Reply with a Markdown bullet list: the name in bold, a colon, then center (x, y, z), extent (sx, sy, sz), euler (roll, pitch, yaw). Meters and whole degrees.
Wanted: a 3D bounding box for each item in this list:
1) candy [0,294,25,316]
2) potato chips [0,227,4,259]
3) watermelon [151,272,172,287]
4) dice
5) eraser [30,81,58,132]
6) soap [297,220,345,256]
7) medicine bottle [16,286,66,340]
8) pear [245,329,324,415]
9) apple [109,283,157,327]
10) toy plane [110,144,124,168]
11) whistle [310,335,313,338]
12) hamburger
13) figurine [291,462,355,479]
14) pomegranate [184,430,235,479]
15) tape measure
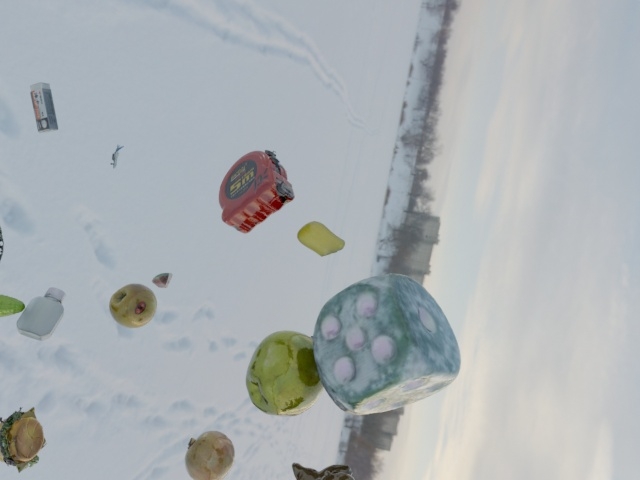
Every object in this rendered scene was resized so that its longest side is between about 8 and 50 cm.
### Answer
- **candy**: center (-1.129, 0.222, 1.561), extent (0.097, 0.210, 0.096), euler (-21, -115, 57)
- **potato chips**: center (-0.958, 0.006, 1.233), extent (0.220, 0.029, 0.201), euler (50, 38, -60)
- **watermelon**: center (-0.733, 0.185, 2.149), extent (0.092, 0.085, 0.072), euler (-15, 101, -47)
- **dice**: center (0.196, 0.323, 1.410), extent (0.328, 0.348, 0.330), euler (23, 38, -46)
- **eraser**: center (-0.721, -0.345, 1.197), extent (0.029, 0.052, 0.121), euler (-22, 107, -62)
- **soap**: center (0.000, 0.000, 1.342), extent (0.089, 0.168, 0.033), euler (-43, 142, -9)
- **medicine bottle**: center (-1.000, 0.262, 1.661), extent (0.069, 0.119, 0.183), euler (128, -20, -52)
- **pear**: center (-0.106, 0.445, 1.549), extent (0.294, 0.295, 0.293), euler (11, 90, -83)
- **apple**: center (-0.726, 0.250, 1.775), extent (0.155, 0.183, 0.182), euler (49, 47, -47)
- **toy plane**: center (-0.683, -0.280, 1.531), extent (0.084, 0.024, 0.078), euler (-68, -164, 3)
- **whistle**: center (0.067, 0.419, 1.778), extent (0.062, 0.304, 0.062), euler (1, 89, -46)
- **hamburger**: center (-0.943, 0.624, 1.428), extent (0.164, 0.093, 0.189), euler (-26, 102, -86)
- **figurine**: center (0.010, 0.793, 1.402), extent (0.173, 0.248, 0.177), euler (-37, 130, -74)
- **pomegranate**: center (-0.417, 0.815, 1.720), extent (0.191, 0.192, 0.191), euler (11, 90, -83)
- **tape measure**: center (-0.207, -0.165, 1.455), extent (0.114, 0.253, 0.260), euler (35, 29, -41)
